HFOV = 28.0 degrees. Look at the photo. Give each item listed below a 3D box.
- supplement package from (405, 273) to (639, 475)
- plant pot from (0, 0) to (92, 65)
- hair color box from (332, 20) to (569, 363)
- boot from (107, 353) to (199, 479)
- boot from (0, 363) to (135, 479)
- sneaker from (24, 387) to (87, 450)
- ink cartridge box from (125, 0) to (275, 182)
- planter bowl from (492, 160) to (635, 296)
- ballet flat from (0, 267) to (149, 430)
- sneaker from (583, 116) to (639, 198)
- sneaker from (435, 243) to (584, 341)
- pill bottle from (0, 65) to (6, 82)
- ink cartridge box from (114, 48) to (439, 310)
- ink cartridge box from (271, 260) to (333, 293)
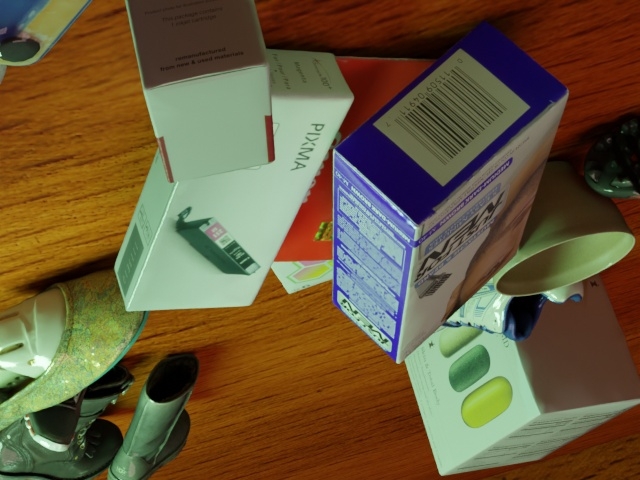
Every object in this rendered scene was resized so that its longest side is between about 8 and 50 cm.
[{"bbox_3d":[0.287,0.195,1.855,0.198,0.199,0.262,-3,155,-30],"label":"supplement package"},{"bbox_3d":[-0.171,-0.207,0.505,0.236,0.212,0.236,3,152,-41],"label":"plant pot"},{"bbox_3d":[0.109,-0.029,1.193,0.185,0.110,0.339,-41,163,-16],"label":"hair color box"},{"bbox_3d":[-0.208,0.223,1.724,0.189,0.076,0.208,-57,169,-54],"label":"boot"},{"bbox_3d":[-0.310,0.232,1.663,0.263,0.091,0.229,-2,147,-50],"label":"boot"},{"bbox_3d":[-0.290,0.164,1.443,0.061,0.158,0.065,23,126,-22],"label":"sneaker"},{"bbox_3d":[-0.081,-0.143,0.783,0.072,0.175,0.127,-12,158,-5],"label":"ink cartridge box"},{"bbox_3d":[0.254,-0.020,1.427,0.162,0.109,0.162,-14,158,-6],"label":"planter bowl"},{"bbox_3d":[-0.321,0.124,1.353,0.123,0.123,0.348,7,150,-46],"label":"ballet flat"},{"bbox_3d":[0.413,-0.090,1.389,0.276,0.097,0.135,-16,157,-6],"label":"sneaker"},{"bbox_3d":[0.198,0.075,1.595,0.112,0.131,0.296,-1,155,-39],"label":"sneaker"},{"bbox_3d":[-0.262,-0.114,0.808,0.180,0.108,0.108,-33,154,35],"label":"pill bottle"},{"bbox_3d":[-0.032,-0.046,1.121,0.239,0.060,0.275,-1,140,-27],"label":"ink cartridge box"},{"bbox_3d":[0.000,0.000,1.349,0.109,0.062,0.209,-19,159,2],"label":"ink cartridge box"}]
